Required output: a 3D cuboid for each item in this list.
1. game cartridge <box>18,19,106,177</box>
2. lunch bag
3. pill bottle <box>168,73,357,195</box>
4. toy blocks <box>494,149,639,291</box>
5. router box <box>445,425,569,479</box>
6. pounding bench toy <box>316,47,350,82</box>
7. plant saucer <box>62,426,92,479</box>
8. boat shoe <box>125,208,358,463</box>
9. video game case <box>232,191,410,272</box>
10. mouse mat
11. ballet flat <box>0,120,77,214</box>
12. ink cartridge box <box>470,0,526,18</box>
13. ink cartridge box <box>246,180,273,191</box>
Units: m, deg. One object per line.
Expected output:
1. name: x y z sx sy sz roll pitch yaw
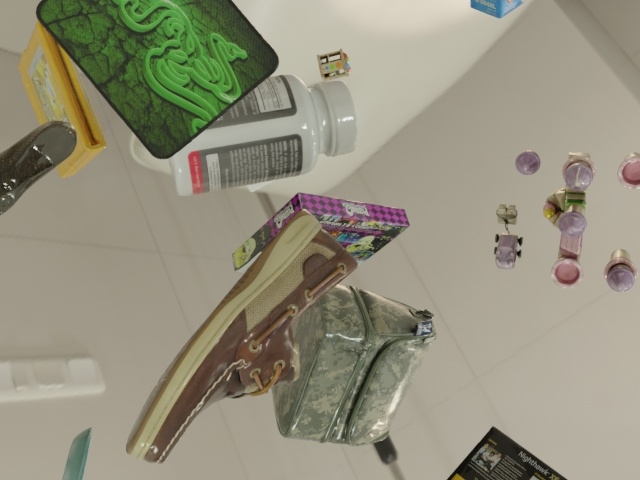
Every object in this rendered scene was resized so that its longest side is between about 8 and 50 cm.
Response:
1. game cartridge: -0.579 -0.299 1.635 0.052 0.285 0.323 -23 -175 -31
2. lunch bag: 0.066 0.248 1.475 0.256 0.212 0.305 12 113 -19
3. pill bottle: -0.106 -0.188 1.277 0.318 0.176 0.176 -11 151 -12
4. toy blocks: 0.508 -0.038 1.543 0.308 0.289 0.260 7 -161 20
5. router box: 0.318 0.479 1.163 0.243 0.309 0.081 -44 137 -14
6. pounding bench toy: 0.034 -0.386 1.652 0.065 0.052 0.083 -12 177 9
7. plant saucer: -0.327 0.307 0.987 0.021 0.119 0.119 11 143 -11
8. boat shoe: -0.073 0.118 0.830 0.342 0.123 0.123 -52 -176 -31
9. video game case: 0.000 0.000 1.262 0.232 0.042 0.210 6 148 -37
10. mouse mat: -0.152 -0.190 0.694 0.152 0.190 0.007 -40 -177 -3
11. ballet flat: -0.483 -0.107 1.151 0.250 0.058 0.084 -35 125 6
12. ink cartridge box: 0.380 -0.581 1.502 0.148 0.086 0.203 -36 142 -20
13. ink cartridge box: -0.159 -0.263 1.848 0.172 0.100 0.237 -27 131 3
